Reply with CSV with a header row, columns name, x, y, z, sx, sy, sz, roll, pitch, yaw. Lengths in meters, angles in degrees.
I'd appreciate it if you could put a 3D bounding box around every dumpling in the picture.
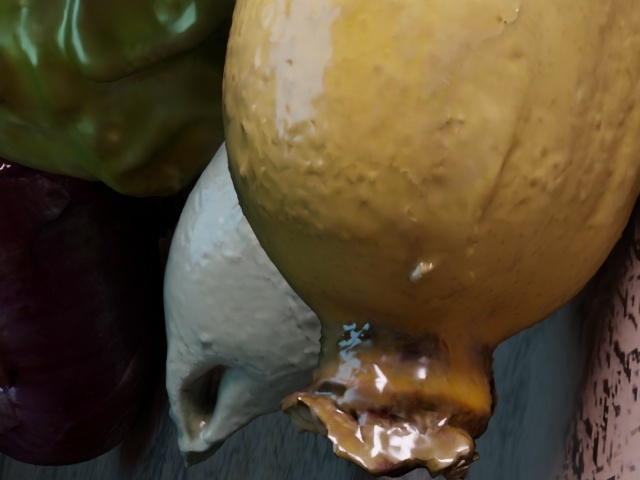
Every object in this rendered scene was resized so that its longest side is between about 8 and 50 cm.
name,x,y,z,sx,sy,sz,roll,pitch,yaw
dumpling,0.007,0.008,0.858,0.108,0.153,0.219,41,114,29

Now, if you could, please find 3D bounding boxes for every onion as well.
name,x,y,z,sx,sy,sz,roll,pitch,yaw
onion,-0.225,0.003,1.600,0.347,0.285,0.347,53,159,30

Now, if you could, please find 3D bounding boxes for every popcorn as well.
name,x,y,z,sx,sy,sz,roll,pitch,yaw
popcorn,-0.102,-0.167,1.092,0.312,0.312,0.312,-166,90,-78

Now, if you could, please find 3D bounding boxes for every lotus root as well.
name,x,y,z,sx,sy,sz,roll,pitch,yaw
lotus root,0.046,-0.078,0.627,0.131,0.146,0.303,14,87,45
